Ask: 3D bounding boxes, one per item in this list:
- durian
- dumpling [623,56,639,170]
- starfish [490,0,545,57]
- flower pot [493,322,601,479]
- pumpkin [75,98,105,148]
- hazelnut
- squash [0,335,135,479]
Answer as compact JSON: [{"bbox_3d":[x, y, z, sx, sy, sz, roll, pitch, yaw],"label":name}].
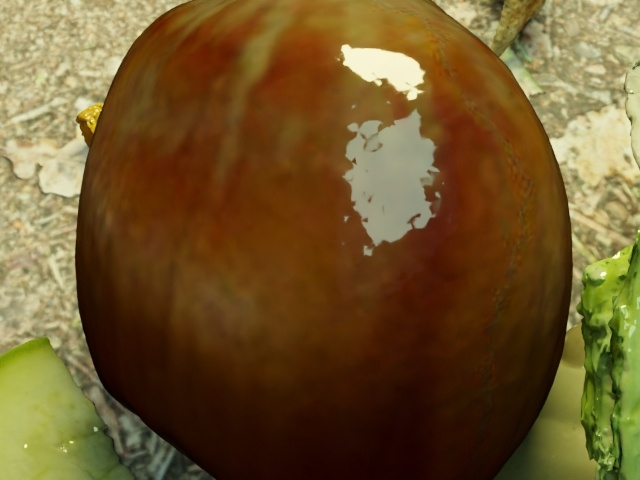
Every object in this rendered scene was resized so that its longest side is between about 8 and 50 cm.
[{"bbox_3d":[0.200,0.062,0.556,0.132,0.106,0.375,4,88,10],"label":"durian"},{"bbox_3d":[0.391,-0.055,0.789,0.341,0.181,0.260,-6,44,7],"label":"dumpling"},{"bbox_3d":[0.101,-0.357,1.005,0.383,0.132,0.398,-10,64,-2],"label":"starfish"},{"bbox_3d":[0.265,0.170,0.711,0.307,0.244,0.308,1,66,-3],"label":"flower pot"},{"bbox_3d":[-0.157,-0.087,0.906,0.074,0.054,0.083,-29,49,-17],"label":"pumpkin"},{"bbox_3d":[0.000,0.008,0.715,0.365,0.366,0.366,1,66,-2],"label":"hazelnut"},{"bbox_3d":[-0.250,0.227,0.785,0.204,0.155,0.237,-13,60,-48],"label":"squash"}]
